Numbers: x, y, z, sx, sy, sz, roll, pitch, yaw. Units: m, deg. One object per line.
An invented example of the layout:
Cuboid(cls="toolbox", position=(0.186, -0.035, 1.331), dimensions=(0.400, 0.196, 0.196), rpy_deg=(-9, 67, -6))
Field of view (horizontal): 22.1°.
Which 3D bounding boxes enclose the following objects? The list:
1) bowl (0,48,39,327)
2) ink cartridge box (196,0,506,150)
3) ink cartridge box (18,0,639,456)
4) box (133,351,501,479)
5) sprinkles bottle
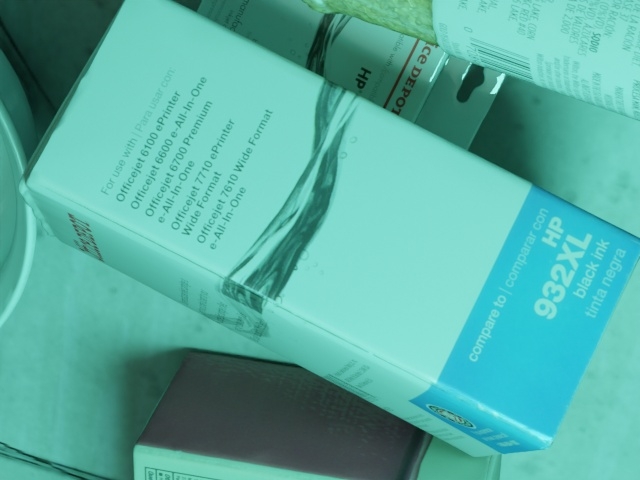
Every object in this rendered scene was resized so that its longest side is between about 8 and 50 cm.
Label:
Cuboid(cls="bowl", position=(-0.299, -0.068, 1.054), dimensions=(0.298, 0.134, 0.298), rpy_deg=(6, 119, 11))
Cuboid(cls="ink cartridge box", position=(0.025, -0.125, 0.961), dimensions=(0.180, 0.060, 0.104), rpy_deg=(26, 104, 0))
Cuboid(cls="ink cartridge box", position=(0.000, 0.000, 0.947), dimensions=(0.307, 0.223, 0.129), rpy_deg=(27, 81, -1))
Cuboid(cls="box", position=(0.001, 0.181, 1.112), dimensions=(0.232, 0.127, 0.149), rpy_deg=(8, 119, 11))
Cuboid(cls="sprinkles bottle", position=(0.160, -0.119, 0.802), dimensions=(0.355, 0.121, 0.121), rpy_deg=(22, 123, 22))
